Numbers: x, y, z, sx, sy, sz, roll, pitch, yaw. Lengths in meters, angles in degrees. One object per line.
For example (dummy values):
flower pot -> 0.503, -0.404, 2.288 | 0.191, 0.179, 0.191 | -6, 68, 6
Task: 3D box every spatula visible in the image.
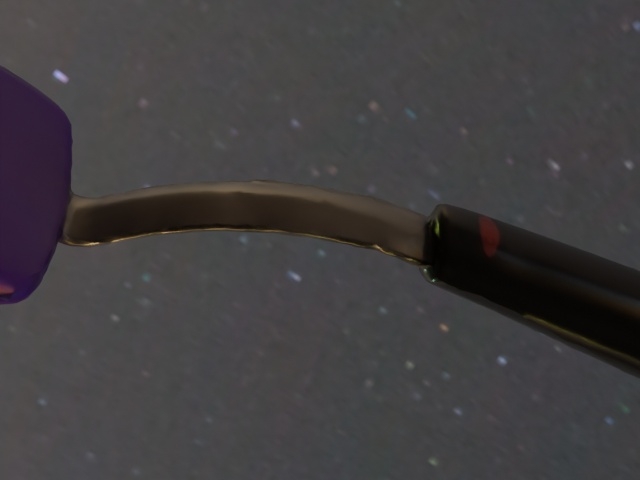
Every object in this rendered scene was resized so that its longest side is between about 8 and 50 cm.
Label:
spatula -> 0.000, 0.000, 0.435 | 0.084, 0.297, 0.030 | -88, -162, -53
